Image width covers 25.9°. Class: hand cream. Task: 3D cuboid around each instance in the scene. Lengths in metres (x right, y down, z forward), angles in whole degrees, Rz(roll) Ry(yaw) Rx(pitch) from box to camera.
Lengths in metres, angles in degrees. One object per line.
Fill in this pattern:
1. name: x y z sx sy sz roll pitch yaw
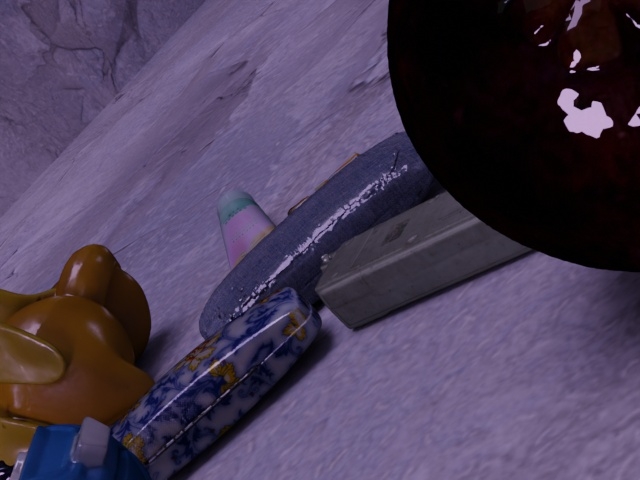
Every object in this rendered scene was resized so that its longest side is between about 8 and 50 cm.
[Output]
1. hand cream: -0.078 -0.006 1.524 0.076 0.047 0.174 -38 25 5

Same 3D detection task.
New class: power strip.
1. power strip: 0.104 -0.004 1.088 0.272 0.052 0.078 -26 22 39

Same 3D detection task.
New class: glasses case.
1. glasses case: 0.000 0.000 1.281 0.282 0.067 0.109 -41 21 -5
2. glasses case: -0.103 0.133 1.171 0.248 0.065 0.087 -42 18 1

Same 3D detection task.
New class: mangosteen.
1. mangosteen: 0.199 -0.130 0.831 0.307 0.307 0.347 -37 -14 16

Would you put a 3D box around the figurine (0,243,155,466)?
1. figurine: -0.260 0.116 1.425 0.215 0.215 0.228 -41 31 2

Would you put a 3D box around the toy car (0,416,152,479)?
1. toy car: -0.135 0.245 0.688 0.198 0.166 0.314 -119 48 -77

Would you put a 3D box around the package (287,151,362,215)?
1. package: 0.018 -0.035 1.395 0.108 0.031 0.120 -40 23 9
